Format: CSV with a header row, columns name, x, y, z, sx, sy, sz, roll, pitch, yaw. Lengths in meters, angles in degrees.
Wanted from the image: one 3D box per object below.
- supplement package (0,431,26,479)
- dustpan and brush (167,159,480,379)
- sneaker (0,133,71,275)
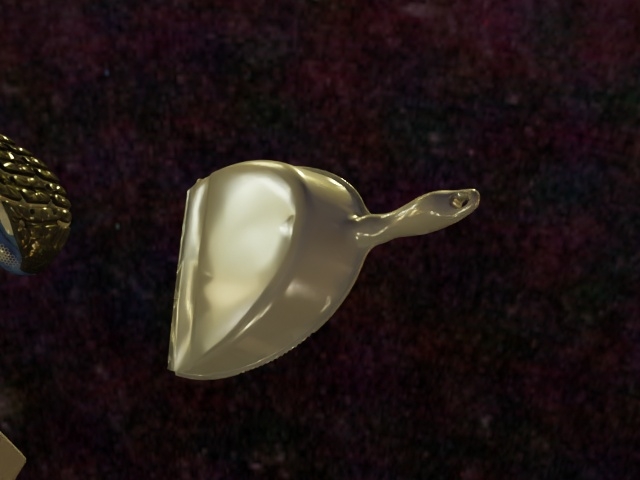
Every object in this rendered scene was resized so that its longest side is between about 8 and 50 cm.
name,x,y,z,sx,sy,sz,roll,pitch,yaw
supplement package,-0.328,0.115,0.770,0.244,0.139,0.134,22,66,19
dustpan and brush,0.000,0.000,0.787,0.060,0.211,0.147,26,54,-36
sneaker,-0.365,-0.051,1.219,0.330,0.130,0.147,35,97,31
